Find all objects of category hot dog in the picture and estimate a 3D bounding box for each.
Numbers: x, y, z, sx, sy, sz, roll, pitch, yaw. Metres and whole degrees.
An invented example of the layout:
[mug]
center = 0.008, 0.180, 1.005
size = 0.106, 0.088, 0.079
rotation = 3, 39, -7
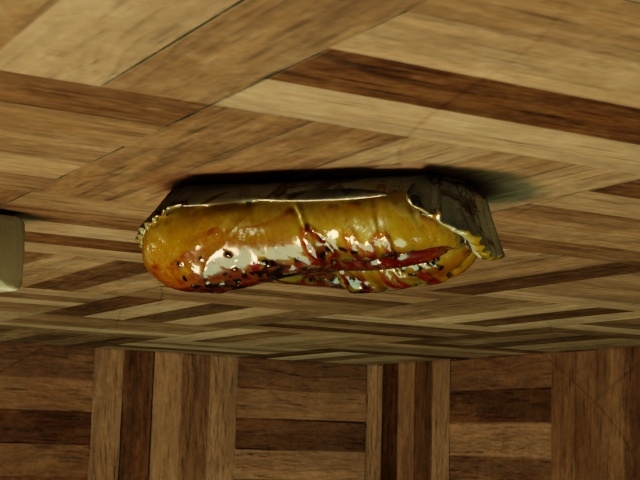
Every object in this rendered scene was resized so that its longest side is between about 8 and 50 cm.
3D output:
[hot dog]
center = 0.000, 0.000, 0.995
size = 0.271, 0.081, 0.163
rotation = -2, 172, 19

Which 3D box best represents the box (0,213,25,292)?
[box]
center = -0.399, 0.012, 1.172
size = 0.259, 0.071, 0.168
rotation = -8, 167, 42
